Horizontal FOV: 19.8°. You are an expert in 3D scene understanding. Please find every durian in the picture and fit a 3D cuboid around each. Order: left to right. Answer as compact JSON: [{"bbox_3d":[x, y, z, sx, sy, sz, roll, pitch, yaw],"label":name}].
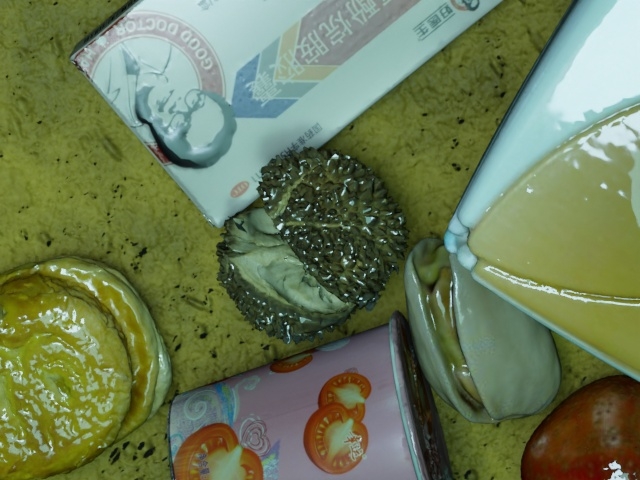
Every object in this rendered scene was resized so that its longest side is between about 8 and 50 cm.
[{"bbox_3d":[0.000,0.000,1.684,0.196,0.196,0.167,-26,83,4],"label":"durian"}]

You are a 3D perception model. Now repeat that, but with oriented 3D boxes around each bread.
[{"bbox_3d":[-0.266,0.122,1.731,0.236,0.120,0.198,-25,102,3],"label":"bread"}]

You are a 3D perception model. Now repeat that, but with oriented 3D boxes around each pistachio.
[{"bbox_3d":[0.151,0.087,1.731,0.126,0.152,0.223,-8,133,33],"label":"pistachio"}]

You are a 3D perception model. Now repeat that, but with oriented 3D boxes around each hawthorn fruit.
[{"bbox_3d":[0.270,0.231,1.772,0.200,0.179,0.179,-30,107,39],"label":"hawthorn fruit"}]

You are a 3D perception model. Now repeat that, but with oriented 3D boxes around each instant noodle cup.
[{"bbox_3d":[-0.005,0.207,1.720,0.231,0.243,0.243,-14,105,8],"label":"instant noodle cup"}]

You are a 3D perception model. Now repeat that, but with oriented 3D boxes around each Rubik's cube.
[{"bbox_3d":[0.340,-0.074,1.565,0.347,0.351,0.352,31,109,4],"label":"Rubik's cube"}]

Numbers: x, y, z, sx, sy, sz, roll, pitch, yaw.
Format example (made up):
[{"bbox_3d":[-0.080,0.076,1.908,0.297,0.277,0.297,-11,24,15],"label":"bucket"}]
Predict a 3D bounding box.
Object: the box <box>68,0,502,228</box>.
[{"bbox_3d":[-0.029,-0.203,1.691,0.353,0.069,0.214,-39,103,8],"label":"box"}]
